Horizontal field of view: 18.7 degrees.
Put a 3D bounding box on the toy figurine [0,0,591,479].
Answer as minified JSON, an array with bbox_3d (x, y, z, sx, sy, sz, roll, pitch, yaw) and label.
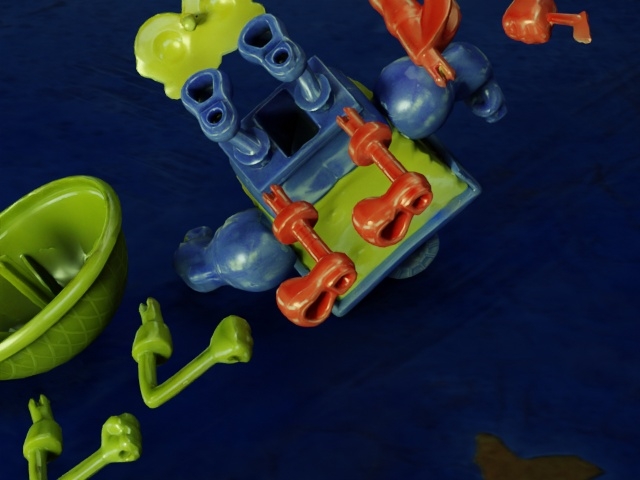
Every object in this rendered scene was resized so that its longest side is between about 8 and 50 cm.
[{"bbox_3d":[0.000,0.000,1.001,0.362,0.217,0.191,-44,55,3],"label":"toy figurine"}]
